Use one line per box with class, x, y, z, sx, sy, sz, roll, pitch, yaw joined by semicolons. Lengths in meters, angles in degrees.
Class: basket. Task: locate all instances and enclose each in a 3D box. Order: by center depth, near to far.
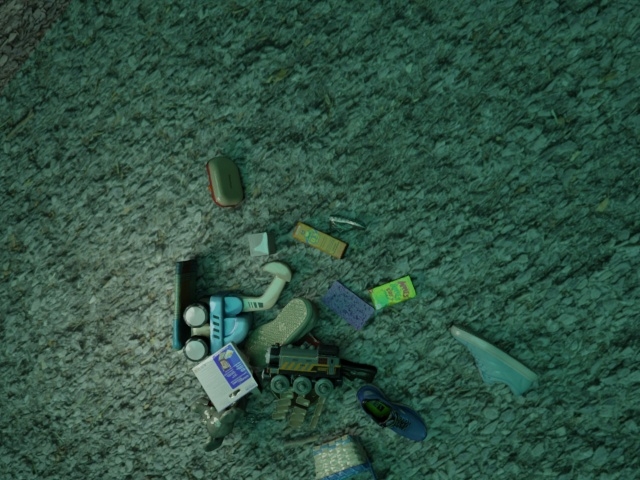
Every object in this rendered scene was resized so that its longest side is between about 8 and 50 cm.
basket;0.106;0.960;1.752;0.255;0.201;0.289;-23;54;12

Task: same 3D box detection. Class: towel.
towel;-0.589;0.272;1.886;0.040;0.271;0.370;3;90;-3

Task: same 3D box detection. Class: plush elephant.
plush elephant;-0.440;0.740;1.858;0.330;0.255;0.272;34;97;10

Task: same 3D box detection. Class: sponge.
sponge;0.118;0.276;1.847;0.210;0.031;0.117;37;98;9

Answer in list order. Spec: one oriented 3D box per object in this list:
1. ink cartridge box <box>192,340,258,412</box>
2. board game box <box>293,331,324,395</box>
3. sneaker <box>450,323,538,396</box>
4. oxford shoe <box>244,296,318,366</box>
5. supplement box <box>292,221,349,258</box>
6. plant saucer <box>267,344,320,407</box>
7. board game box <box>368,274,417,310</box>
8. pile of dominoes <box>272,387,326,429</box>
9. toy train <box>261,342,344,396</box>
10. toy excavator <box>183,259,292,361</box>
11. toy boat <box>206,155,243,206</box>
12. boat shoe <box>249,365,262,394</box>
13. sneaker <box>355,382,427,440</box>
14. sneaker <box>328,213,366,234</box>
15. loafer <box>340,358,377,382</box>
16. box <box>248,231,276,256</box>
ink cartridge box;-0.383;0.551;1.748;0.206;0.045;0.208;-35;82;6
board game box;-0.091;0.539;1.857;0.145;0.027;0.281;41;98;10
sneaker;0.650;0.475;1.679;0.366;0.135;0.150;33;94;11
oxford shoe;-0.167;0.403;1.861;0.449;0.130;0.169;-45;62;23
supplement box;0.000;0.000;1.847;0.233;0.080;0.078;24;93;13
plant saucer;-0.100;0.595;1.893;0.278;0.041;0.278;0;90;13
board game box;0.301;0.217;1.799;0.181;0.043;0.092;-22;86;12
pile of dominoes;-0.080;0.673;1.845;0.196;0.040;0.251;19;92;-3
toy train;-0.067;0.512;1.740;0.334;0.142;0.190;5;96;0
toy excavator;-0.346;0.301;1.882;0.445;0.222;0.433;1;92;-1
toy boat;-0.449;-0.255;1.929;0.151;0.151;0.231;-13;87;41
boat shoe;-0.349;0.585;1.865;0.096;0.098;0.277;-31;120;-3
sneaker;0.286;0.721;1.745;0.330;0.147;0.130;31;98;-2
sneaker;0.113;-0.060;1.839;0.166;0.065;0.076;15;110;15
loafer;0.126;0.558;1.821;0.220;0.080;0.078;9;92;12
box;-0.255;0.017;1.891;0.087;0.101;0.102;-7;89;12
